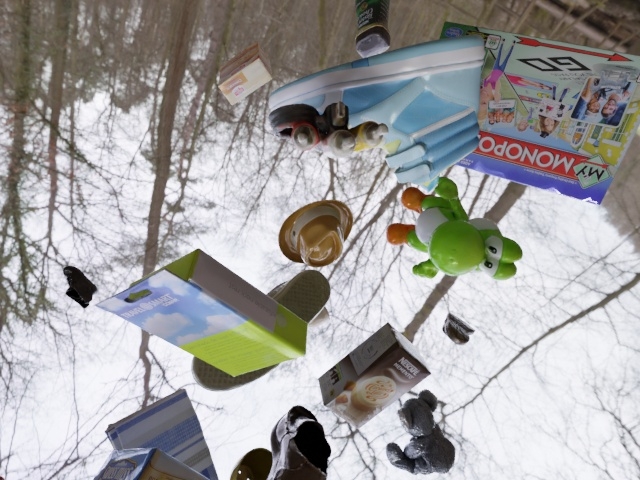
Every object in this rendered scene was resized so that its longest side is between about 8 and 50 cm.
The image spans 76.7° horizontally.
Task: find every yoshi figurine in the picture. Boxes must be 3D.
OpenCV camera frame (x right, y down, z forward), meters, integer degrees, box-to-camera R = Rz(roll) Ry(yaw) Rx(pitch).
[{"bbox_3d":[0.264,-0.018,0.899,0.203,0.203,0.362,63,170,-25],"label":"yoshi figurine"}]

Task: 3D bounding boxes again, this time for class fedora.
[{"bbox_3d":[0.000,0.000,0.907,0.194,0.194,0.079,8,-142,-32],"label":"fedora"}]

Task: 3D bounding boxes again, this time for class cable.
[{"bbox_3d":[0.000,-0.138,0.586,0.139,0.072,0.287,-3,-177,-3],"label":"cable"}]

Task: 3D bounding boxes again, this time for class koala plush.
[{"bbox_3d":[0.323,0.608,1.303,0.196,0.203,0.221,-15,-85,-35],"label":"koala plush"}]

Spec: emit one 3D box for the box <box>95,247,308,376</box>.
[{"bbox_3d":[-0.109,0.076,0.403,0.178,0.109,0.042,43,-145,-36],"label":"box"}]

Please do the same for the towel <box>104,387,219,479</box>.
[{"bbox_3d":[-0.398,0.554,1.042,0.209,0.034,0.285,-22,-86,-36],"label":"towel"}]

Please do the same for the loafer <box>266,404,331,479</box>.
[{"bbox_3d":[-0.025,0.446,0.861,0.134,0.130,0.366,38,180,-4],"label":"loafer"}]

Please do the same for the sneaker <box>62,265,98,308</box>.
[{"bbox_3d":[-0.815,0.152,1.348,0.170,0.051,0.089,39,-163,3],"label":"sneaker"}]

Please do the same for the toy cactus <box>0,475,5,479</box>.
[{"bbox_3d":[-0.492,0.244,0.454,0.180,0.112,0.219,30,178,31],"label":"toy cactus"}]

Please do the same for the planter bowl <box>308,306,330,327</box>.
[{"bbox_3d":[-0.055,0.264,1.518,0.109,0.162,0.162,-32,-114,-19],"label":"planter bowl"}]

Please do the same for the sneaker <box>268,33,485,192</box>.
[{"bbox_3d":[0.083,-0.164,0.610,0.319,0.208,0.127,-5,-157,23],"label":"sneaker"}]

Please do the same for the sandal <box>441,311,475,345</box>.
[{"bbox_3d":[0.374,0.255,1.117,0.090,0.060,0.219,37,-164,15],"label":"sandal"}]

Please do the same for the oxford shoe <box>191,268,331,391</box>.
[{"bbox_3d":[-0.142,0.226,1.049,0.449,0.130,0.169,-37,-85,-43],"label":"oxford shoe"}]

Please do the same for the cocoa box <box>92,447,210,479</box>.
[{"bbox_3d":[-0.260,0.556,0.713,0.347,0.231,0.228,44,-135,-19],"label":"cocoa box"}]

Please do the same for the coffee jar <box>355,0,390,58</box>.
[{"bbox_3d":[0.144,-0.604,1.122,0.079,0.096,0.184,21,-116,-48],"label":"coffee jar"}]

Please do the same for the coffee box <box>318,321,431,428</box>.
[{"bbox_3d":[0.134,0.348,1.039,0.141,0.246,0.098,42,-167,-25],"label":"coffee box"}]

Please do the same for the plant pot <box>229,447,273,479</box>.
[{"bbox_3d":[-0.181,0.612,1.041,0.134,0.095,0.134,24,-130,-32],"label":"plant pot"}]

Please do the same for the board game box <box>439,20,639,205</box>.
[{"bbox_3d":[0.323,-0.207,0.654,0.317,0.213,0.046,20,-161,18],"label":"board game box"}]

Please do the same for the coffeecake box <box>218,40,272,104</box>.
[{"bbox_3d":[-0.222,-0.496,1.191,0.068,0.142,0.185,52,-164,-38],"label":"coffeecake box"}]
